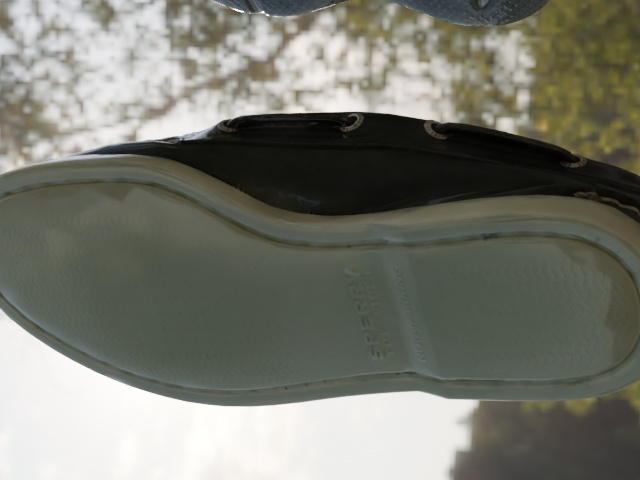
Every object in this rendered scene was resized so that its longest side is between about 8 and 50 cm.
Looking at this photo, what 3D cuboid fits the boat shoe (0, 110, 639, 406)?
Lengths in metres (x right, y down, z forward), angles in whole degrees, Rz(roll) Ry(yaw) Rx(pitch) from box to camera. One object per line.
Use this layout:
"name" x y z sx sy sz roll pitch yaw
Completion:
"boat shoe" 0.000 -0.004 0.724 0.113 0.340 0.127 -50 -48 -53

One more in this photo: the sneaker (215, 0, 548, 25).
"sneaker" 0.009 -0.110 0.530 0.053 0.152 0.061 79 -156 -53
